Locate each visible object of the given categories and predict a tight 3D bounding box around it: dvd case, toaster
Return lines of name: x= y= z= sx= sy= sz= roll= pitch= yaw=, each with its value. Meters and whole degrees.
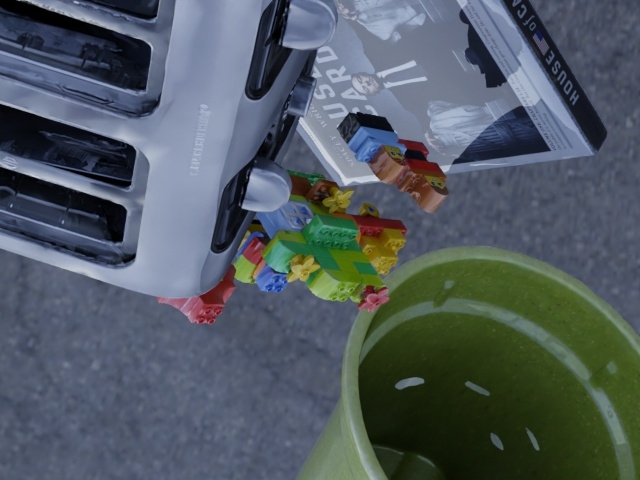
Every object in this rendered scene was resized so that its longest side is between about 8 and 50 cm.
dvd case: x=0.052 y=-0.118 z=0.962 sx=0.238 sy=0.029 sz=0.179 roll=-6 pitch=130 yaw=47
toaster: x=-0.084 y=-0.087 z=0.467 sx=0.185 sy=0.110 sz=0.168 roll=18 pitch=139 yaw=0

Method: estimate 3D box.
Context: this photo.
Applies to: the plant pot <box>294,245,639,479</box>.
plant pot: x=0.098 y=0.186 z=1.104 sx=0.276 sy=0.276 sz=0.254 roll=25 pitch=141 yaw=-8

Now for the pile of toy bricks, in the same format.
pile of toy bricks: x=0.000 y=0.000 z=0.838 sx=0.212 sy=0.105 sz=0.118 roll=4 pitch=134 yaw=-44
